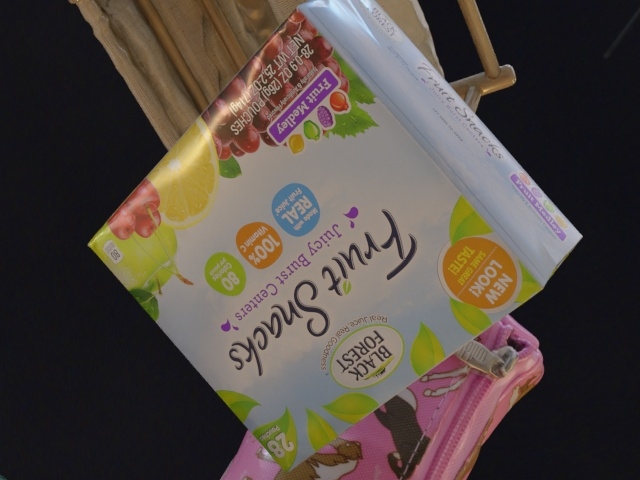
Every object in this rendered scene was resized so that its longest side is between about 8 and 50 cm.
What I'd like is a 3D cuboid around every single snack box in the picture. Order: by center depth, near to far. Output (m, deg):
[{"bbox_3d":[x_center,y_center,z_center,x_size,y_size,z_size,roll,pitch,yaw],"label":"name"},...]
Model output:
[{"bbox_3d":[0.000,0.000,0.615,0.174,0.207,0.070,50,-142,1],"label":"snack box"}]

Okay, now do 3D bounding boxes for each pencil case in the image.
[{"bbox_3d":[-0.003,0.190,0.727,0.160,0.167,0.386,25,-117,15],"label":"pencil case"}]

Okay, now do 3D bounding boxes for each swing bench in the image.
[{"bbox_3d":[-0.016,-0.157,0.908,0.254,0.253,0.165,-4,-137,29],"label":"swing bench"}]

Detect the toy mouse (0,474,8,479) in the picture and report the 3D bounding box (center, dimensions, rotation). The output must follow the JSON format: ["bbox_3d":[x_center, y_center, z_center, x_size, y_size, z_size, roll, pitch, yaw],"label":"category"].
[{"bbox_3d":[-0.207,0.156,0.609,0.143,0.161,0.031,16,-156,-47],"label":"toy mouse"}]
